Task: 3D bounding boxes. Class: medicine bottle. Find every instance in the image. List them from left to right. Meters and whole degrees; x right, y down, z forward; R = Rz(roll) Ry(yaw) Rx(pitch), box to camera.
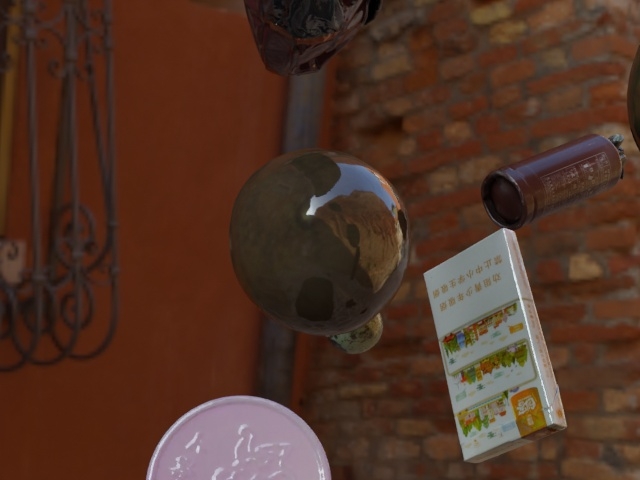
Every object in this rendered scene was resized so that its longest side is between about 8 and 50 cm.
[{"bbox_3d":[-0.090,0.319,1.305,0.202,0.202,0.316,3,-25,0],"label":"medicine bottle"}]

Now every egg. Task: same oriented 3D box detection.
[{"bbox_3d":[0.050,0.137,1.774,0.085,0.085,0.110,-1,-17,-41],"label":"egg"}]

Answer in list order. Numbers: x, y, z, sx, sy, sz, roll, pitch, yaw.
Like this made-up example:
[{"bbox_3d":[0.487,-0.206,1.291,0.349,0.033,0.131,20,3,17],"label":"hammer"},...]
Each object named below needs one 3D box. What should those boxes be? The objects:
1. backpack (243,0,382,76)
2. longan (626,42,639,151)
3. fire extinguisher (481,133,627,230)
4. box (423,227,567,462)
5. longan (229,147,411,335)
[{"bbox_3d":[-0.005,-0.354,1.484,0.197,0.283,0.317,11,-25,4],"label":"backpack"},{"bbox_3d":[0.349,-0.122,0.946,0.198,0.198,0.212,5,-7,13],"label":"longan"},{"bbox_3d":[0.370,-0.095,1.699,0.269,0.104,0.105,-22,18,-31],"label":"fire extinguisher"},{"bbox_3d":[0.180,0.110,1.188,0.032,0.220,0.122,17,-37,-41],"label":"box"},{"bbox_3d":[0.000,0.000,1.481,0.258,0.258,0.258,3,5,0],"label":"longan"}]
